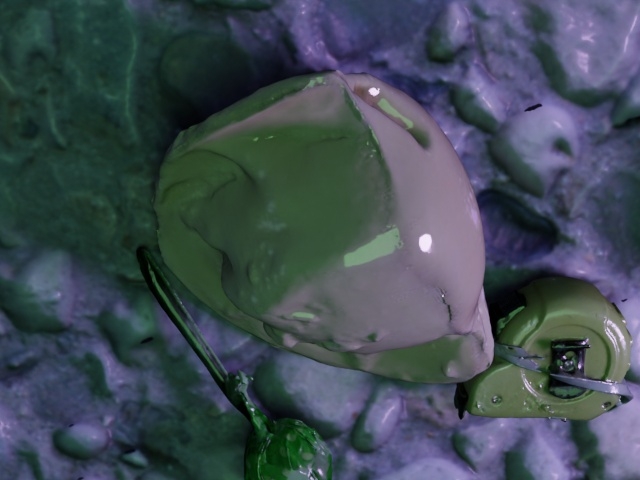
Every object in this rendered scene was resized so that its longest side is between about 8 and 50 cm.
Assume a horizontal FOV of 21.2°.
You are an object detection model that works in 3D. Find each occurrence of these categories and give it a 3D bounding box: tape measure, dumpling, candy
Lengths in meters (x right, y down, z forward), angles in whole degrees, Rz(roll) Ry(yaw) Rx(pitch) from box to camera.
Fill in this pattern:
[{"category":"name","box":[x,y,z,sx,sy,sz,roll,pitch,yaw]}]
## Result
[{"category":"tape measure","box":[0.237,0.114,1.725,0.177,0.087,0.154,4,111,-12]},{"category":"dumpling","box":[0.000,0.000,1.615,0.315,0.233,0.395,-12,133,32]},{"category":"candy","box":[-0.092,0.139,1.705,0.097,0.097,0.323,-32,106,6]}]
